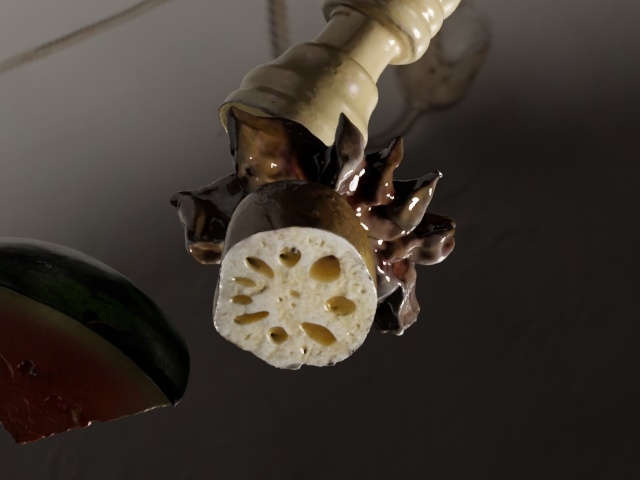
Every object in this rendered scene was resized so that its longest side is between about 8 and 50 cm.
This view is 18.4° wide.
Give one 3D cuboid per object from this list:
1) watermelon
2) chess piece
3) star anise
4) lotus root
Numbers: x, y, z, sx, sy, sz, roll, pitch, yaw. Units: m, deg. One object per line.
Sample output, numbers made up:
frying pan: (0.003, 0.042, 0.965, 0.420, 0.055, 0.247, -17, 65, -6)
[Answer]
watermelon: (-0.163, 0.049, 1.298, 0.193, 0.137, 0.145, 26, 39, 5)
chess piece: (0.052, -0.193, 1.708, 0.124, 0.139, 0.307, 37, 73, 2)
star anise: (-0.007, -0.002, 1.516, 0.220, 0.214, 0.099, 10, 39, -10)
lotus root: (-0.014, 0.023, 1.384, 0.112, 0.122, 0.081, 11, 32, -1)
